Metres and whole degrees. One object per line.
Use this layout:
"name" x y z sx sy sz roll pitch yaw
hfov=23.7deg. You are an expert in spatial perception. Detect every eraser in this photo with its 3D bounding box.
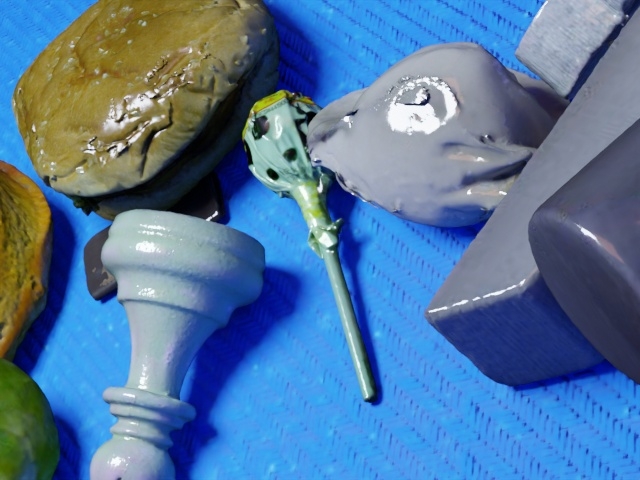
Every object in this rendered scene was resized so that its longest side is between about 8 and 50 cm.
"eraser" 0.222 -0.050 1.090 0.352 0.111 0.077 -54 39 -7

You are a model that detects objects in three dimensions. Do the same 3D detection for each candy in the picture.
"candy" 0.000 0.000 1.264 0.083 0.091 0.305 -28 54 17

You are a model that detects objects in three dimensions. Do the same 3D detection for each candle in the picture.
"candle" 0.235 -0.206 1.177 0.068 0.168 0.192 40 129 10

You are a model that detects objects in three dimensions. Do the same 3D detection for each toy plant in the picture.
"toy plant" 0.336 -0.069 0.980 0.400 0.185 0.279 -37 49 -10

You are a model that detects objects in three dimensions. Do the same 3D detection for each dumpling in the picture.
"dumpling" 0.108 -0.098 1.221 0.247 0.142 0.172 13 37 31

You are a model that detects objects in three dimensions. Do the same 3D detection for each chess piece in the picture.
"chess piece" -0.136 0.120 1.263 0.139 0.139 0.272 2 74 38

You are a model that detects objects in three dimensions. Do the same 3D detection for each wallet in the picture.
"wallet" -0.157 -0.010 1.427 0.156 0.018 0.082 -32 46 17

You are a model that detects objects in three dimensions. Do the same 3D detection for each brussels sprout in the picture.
"brussels sprout" -0.306 0.186 1.312 0.144 0.161 0.181 -24 77 59

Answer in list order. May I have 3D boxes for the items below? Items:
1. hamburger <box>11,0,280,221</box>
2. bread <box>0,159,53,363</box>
"hamburger" -0.167 -0.151 1.438 0.265 0.134 0.285 -47 39 4
"bread" -0.405 0.037 1.474 0.312 0.172 0.312 -18 53 26
